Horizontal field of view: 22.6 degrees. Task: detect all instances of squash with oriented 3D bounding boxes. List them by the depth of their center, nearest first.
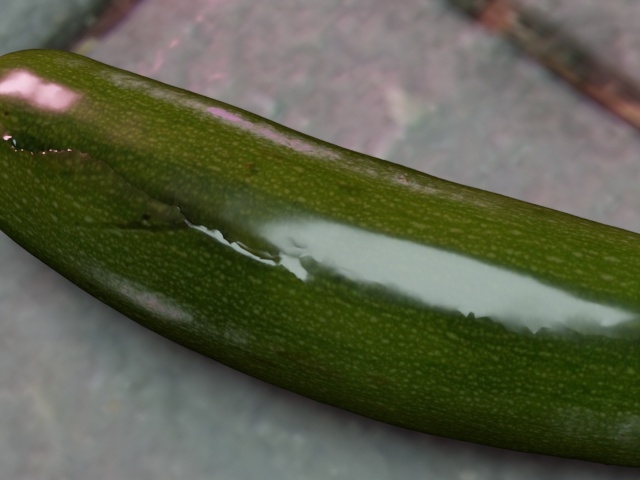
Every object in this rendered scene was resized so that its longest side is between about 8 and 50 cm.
[{"bbox_3d":[0.000,0.002,0.452,0.318,0.071,0.080,16,68,21],"label":"squash"}]
